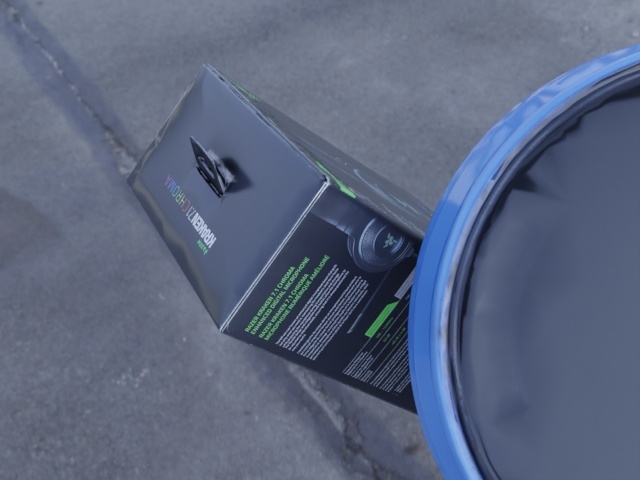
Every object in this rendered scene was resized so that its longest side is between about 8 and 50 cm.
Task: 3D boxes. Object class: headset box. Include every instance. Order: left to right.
[{"bbox_3d":[0.000,0.000,0.754,0.131,0.283,0.246,-54,37,10],"label":"headset box"}]

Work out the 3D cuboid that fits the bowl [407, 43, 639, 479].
[{"bbox_3d":[0.249,0.062,0.559,0.391,0.391,0.077,-2,-2,5],"label":"bowl"}]
